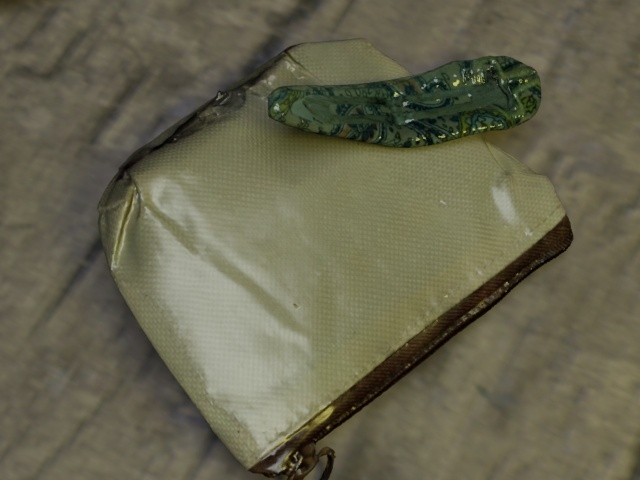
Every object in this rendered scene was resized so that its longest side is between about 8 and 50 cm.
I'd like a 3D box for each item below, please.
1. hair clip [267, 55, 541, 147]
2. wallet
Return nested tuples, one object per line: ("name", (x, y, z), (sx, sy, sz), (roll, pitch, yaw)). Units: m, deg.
("hair clip", (0.062, -0.100, 0.814), (0.229, 0.036, 0.066), (-9, 70, -27))
("wallet", (0.002, 0.000, 0.816), (0.335, 0.068, 0.275), (-37, 82, -21))
